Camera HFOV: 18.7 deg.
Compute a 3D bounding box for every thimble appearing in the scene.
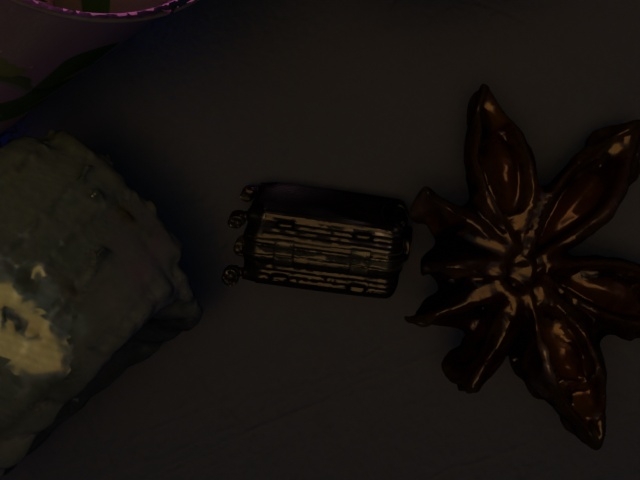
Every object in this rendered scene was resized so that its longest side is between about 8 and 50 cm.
[{"bbox_3d":[-0.206,0.054,1.315,0.250,0.205,0.172,-43,91,12],"label":"thimble"}]

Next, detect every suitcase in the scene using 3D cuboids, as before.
[{"bbox_3d":[0.000,0.000,1.359,0.126,0.086,0.059,8,110,3],"label":"suitcase"}]

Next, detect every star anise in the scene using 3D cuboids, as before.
[{"bbox_3d":[0.155,0.012,1.348,0.214,0.099,0.220,25,81,-16],"label":"star anise"}]

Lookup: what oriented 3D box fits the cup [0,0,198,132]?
[{"bbox_3d":[-0.203,-0.194,1.183,0.253,0.274,0.253,12,65,-27],"label":"cup"}]
